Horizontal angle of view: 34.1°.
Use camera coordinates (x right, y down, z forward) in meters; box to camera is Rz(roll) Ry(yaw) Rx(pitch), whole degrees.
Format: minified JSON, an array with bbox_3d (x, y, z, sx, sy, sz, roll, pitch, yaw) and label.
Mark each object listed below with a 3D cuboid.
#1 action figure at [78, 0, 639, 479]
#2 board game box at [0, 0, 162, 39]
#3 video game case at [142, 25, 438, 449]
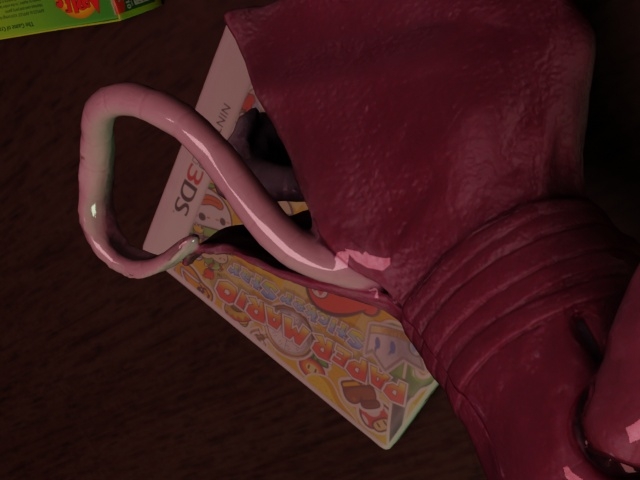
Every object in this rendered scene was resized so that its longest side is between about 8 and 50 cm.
[{"bbox_3d":[0.078,0.017,0.421,0.248,0.276,0.370,100,149,-50],"label":"action figure"},{"bbox_3d":[-0.196,-0.184,0.689,0.181,0.043,0.092,0,114,35],"label":"board game box"},{"bbox_3d":[0.000,0.000,0.664,0.227,0.026,0.206,38,130,12],"label":"video game case"}]
